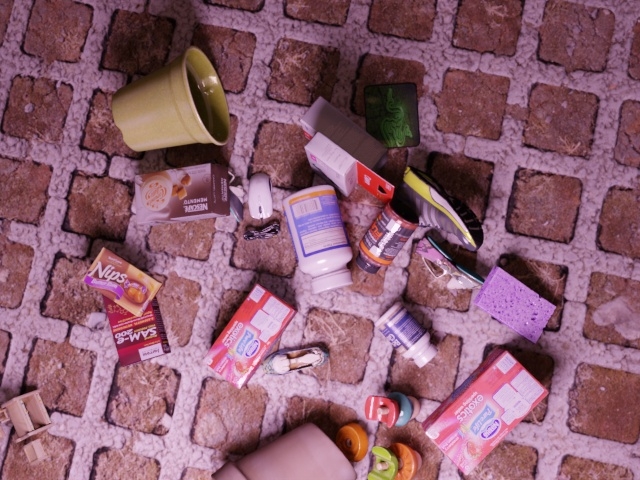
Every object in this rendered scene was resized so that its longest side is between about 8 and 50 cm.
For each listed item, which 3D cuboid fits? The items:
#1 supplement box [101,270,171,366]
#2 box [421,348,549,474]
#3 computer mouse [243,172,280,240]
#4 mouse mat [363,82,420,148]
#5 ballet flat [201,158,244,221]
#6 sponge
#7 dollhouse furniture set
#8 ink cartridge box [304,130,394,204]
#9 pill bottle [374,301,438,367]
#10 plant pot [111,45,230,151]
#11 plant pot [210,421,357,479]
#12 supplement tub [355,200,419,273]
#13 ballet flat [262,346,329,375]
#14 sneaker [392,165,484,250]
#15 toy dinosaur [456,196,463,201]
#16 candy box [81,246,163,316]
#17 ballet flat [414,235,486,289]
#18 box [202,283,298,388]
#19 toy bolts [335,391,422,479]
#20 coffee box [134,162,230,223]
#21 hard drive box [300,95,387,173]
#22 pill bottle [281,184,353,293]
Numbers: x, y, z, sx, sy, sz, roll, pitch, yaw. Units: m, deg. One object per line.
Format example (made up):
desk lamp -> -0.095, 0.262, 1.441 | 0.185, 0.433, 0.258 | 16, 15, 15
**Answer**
supplement box -> -0.513, 0.217, 1.935 | 0.130, 0.073, 0.240 | -18, 83, 1
box -> 0.422, 0.439, 1.814 | 0.154, 0.142, 0.300 | 44, 88, 7
computer mouse -> -0.171, -0.098, 1.964 | 0.105, 0.042, 0.193 | -6, 83, 4
mouse mat -> 0.203, -0.356, 1.988 | 0.152, 0.007, 0.190 | -3, 84, 3
ballet flat -> -0.261, -0.149, 1.964 | 0.074, 0.074, 0.203 | -37, 80, -1
sponge -> 0.518, 0.172, 1.859 | 0.210, 0.031, 0.117 | 33, 86, -15
dollhouse furniture set -> -0.821, 0.532, 1.927 | 0.160, 0.101, 0.182 | -29, 82, 25
ink cartridge box -> 0.078, -0.164, 1.838 | 0.239, 0.275, 0.060 | 38, 87, 8
pill bottle -> 0.233, 0.255, 1.872 | 0.094, 0.094, 0.169 | -43, 82, -2
plant pot -> -0.419, -0.364, 1.919 | 0.253, 0.276, 0.276 | -13, 83, 14
plant pot -> -0.071, 0.623, 1.767 | 0.280, 0.323, 0.323 | -41, 82, -18
supplement tub -> 0.173, -0.003, 1.873 | 0.106, 0.106, 0.198 | 36, 116, 7
ballet flat -> -0.071, 0.325, 1.899 | 0.188, 0.070, 0.070 | -15, 83, 2
sneaker -> 0.316, -0.069, 1.883 | 0.300, 0.111, 0.121 | 48, 120, 28
toy dinosaur -> 0.384, -0.075, 1.916 | 0.047, 0.090, 0.082 | -8, 115, -12
candy box -> -0.534, 0.112, 1.886 | 0.186, 0.053, 0.109 | 32, 85, 7
ballet flat -> 0.350, 0.080, 1.902 | 0.221, 0.077, 0.079 | 39, 105, 11
box -> -0.186, 0.257, 1.884 | 0.128, 0.122, 0.257 | 34, 87, 7
toy bolts -> 0.176, 0.507, 1.854 | 0.218, 0.158, 0.229 | 15, 96, 45
coffee box -> -0.379, -0.123, 1.916 | 0.246, 0.098, 0.141 | -5, 85, 22
hard drive box -> 0.066, -0.267, 1.900 | 0.232, 0.181, 0.089 | 40, 88, 8
pill bottle -> 0.000, 0.000, 1.888 | 0.152, 0.152, 0.272 | -16, 83, 2
